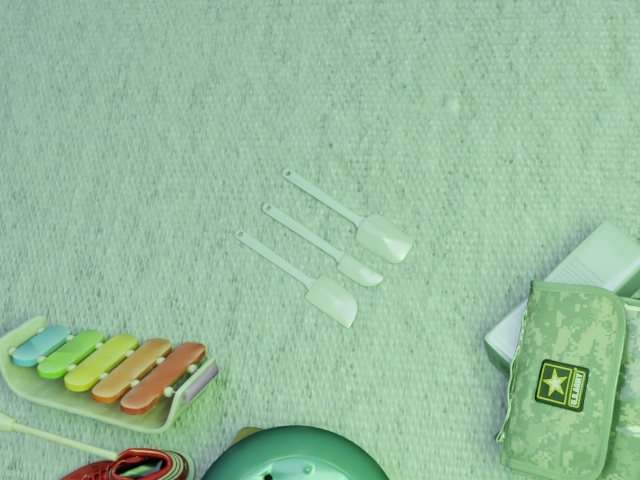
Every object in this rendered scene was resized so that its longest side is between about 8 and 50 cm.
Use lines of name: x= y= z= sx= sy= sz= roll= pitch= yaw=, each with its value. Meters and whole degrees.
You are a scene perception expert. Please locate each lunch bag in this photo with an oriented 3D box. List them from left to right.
lunch bag: x=0.363 y=0.182 z=1.261 sx=0.287 sy=0.169 sz=0.235 roll=10 pitch=87 yaw=9

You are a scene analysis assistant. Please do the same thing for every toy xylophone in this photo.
toy xylophone: x=-0.314 y=0.202 z=1.492 sx=0.323 sy=0.236 sz=0.081 roll=8 pitch=112 yaw=11

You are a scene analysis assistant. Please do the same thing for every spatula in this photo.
spatula: x=0.000 y=0.000 z=1.586 sx=0.242 sy=0.019 sz=0.168 roll=35 pitch=86 yaw=24

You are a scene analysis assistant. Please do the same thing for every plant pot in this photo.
plant pot: x=-0.028 y=0.361 z=1.291 sx=0.293 sy=0.235 sz=0.293 roll=1 pitch=75 yaw=-2

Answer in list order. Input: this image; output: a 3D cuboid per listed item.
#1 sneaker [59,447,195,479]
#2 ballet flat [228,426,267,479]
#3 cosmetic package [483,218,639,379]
sneaker: x=-0.296 y=0.326 z=1.468 sx=0.221 sy=0.128 sz=0.087 roll=-20 pitch=65 yaw=4
ballet flat: x=-0.136 y=0.360 z=1.457 sx=0.073 sy=0.080 sz=0.232 roll=19 pitch=70 yaw=49
cosmetic package: x=0.328 y=0.091 z=1.412 sx=0.231 sy=0.117 sz=0.085 roll=-44 pitch=67 yaw=-7
